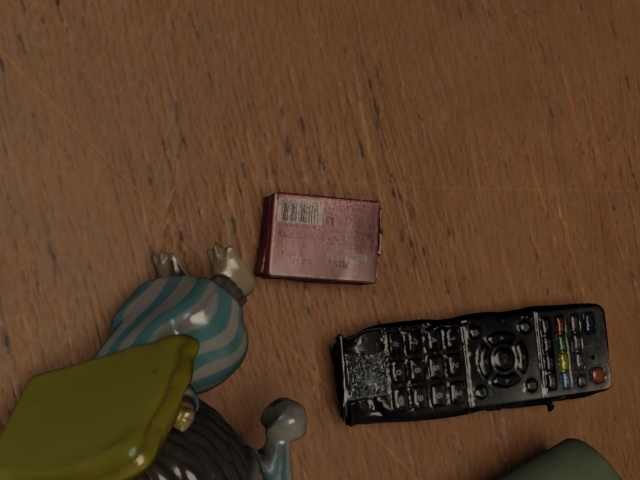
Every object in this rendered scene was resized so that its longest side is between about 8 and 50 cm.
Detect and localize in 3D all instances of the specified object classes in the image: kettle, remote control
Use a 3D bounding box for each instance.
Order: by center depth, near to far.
[{"bbox_3d":[0.263,0.404,1.285,0.255,0.165,0.240,-26,122,-19],"label":"kettle"},{"bbox_3d":[0.204,0.166,1.329,0.399,0.062,0.144,-3,87,-21],"label":"remote control"}]

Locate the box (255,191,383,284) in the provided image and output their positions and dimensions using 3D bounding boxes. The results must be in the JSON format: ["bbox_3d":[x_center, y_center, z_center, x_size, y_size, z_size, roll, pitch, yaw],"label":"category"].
[{"bbox_3d":[0.000,0.000,1.276,0.156,0.060,0.111,6,83,-16],"label":"box"}]

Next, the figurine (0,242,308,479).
[{"bbox_3d":[-0.144,0.264,1.151,0.377,0.266,0.361,59,46,-30],"label":"figurine"}]
